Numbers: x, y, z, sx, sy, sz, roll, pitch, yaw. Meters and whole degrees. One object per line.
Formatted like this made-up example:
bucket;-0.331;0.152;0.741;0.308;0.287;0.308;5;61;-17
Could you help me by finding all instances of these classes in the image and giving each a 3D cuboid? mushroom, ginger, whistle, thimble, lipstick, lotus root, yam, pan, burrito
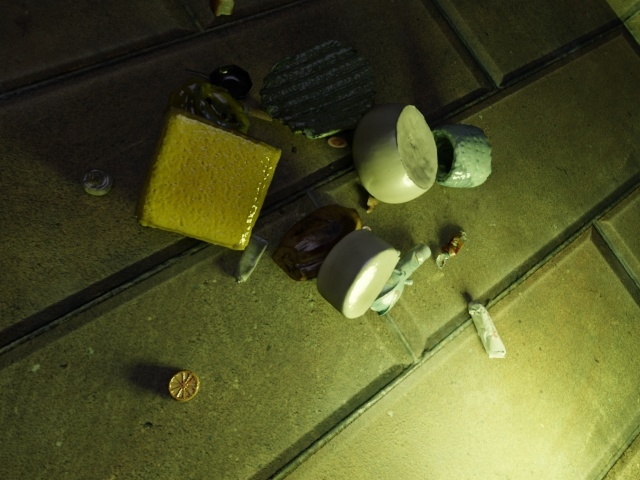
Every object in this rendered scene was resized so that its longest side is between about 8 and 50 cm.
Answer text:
mushroom;-0.634;-0.172;1.220;0.085;0.079;0.085;5;69;-14
ginger;0.174;-0.135;1.480;0.097;0.030;0.048;-49;119;-25
whistle;0.228;0.115;1.379;0.346;0.133;0.142;-36;83;-32
thimble;0.488;-0.304;1.531;0.172;0.204;0.249;-2;57;-17
lipstick;0.073;-0.455;1.524;0.070;0.070;0.254;11;71;-13
lotus root;0.007;0.006;1.310;0.291;0.193;0.193;-36;86;-26
yam;-0.200;-0.412;1.406;0.032;0.145;0.032;3;97;22
pan;-0.330;-0.539;1.440;0.202;0.048;0.128;30;66;-8
burrito;0.554;0.298;1.448;0.064;0.064;0.203;-20;82;-21

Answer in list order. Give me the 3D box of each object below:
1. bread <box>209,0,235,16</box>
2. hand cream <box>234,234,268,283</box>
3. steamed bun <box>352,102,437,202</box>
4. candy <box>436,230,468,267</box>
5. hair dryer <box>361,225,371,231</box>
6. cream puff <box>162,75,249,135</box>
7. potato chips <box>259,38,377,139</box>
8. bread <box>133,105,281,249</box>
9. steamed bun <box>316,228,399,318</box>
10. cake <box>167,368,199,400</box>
bread;-0.346;-0.842;1.516;0.077;0.070;0.083;-11;75;-21
hand cream;-0.215;0.059;1.308;0.057;0.037;0.165;28;61;-7
steamed bun;0.232;-0.281;1.419;0.325;0.207;0.323;11;75;-48
candy;0.462;0.024;1.509;0.053;0.046;0.182;47;65;-1
hair dryer;0.116;0.001;1.410;0.037;0.063;0.114;40;82;-3
cream puff;-0.342;-0.371;1.314;0.282;0.185;0.281;4;73;-13
potato chips;0.012;-0.506;1.457;0.430;0.070;0.358;-29;75;-18
bread;-0.316;-0.163;1.209;0.324;0.143;0.332;20;98;-20
steamed bun;0.096;0.089;1.221;0.146;0.164;0.241;37;100;36
cake;-0.366;0.386;1.151;0.084;0.044;0.083;5;73;-17
